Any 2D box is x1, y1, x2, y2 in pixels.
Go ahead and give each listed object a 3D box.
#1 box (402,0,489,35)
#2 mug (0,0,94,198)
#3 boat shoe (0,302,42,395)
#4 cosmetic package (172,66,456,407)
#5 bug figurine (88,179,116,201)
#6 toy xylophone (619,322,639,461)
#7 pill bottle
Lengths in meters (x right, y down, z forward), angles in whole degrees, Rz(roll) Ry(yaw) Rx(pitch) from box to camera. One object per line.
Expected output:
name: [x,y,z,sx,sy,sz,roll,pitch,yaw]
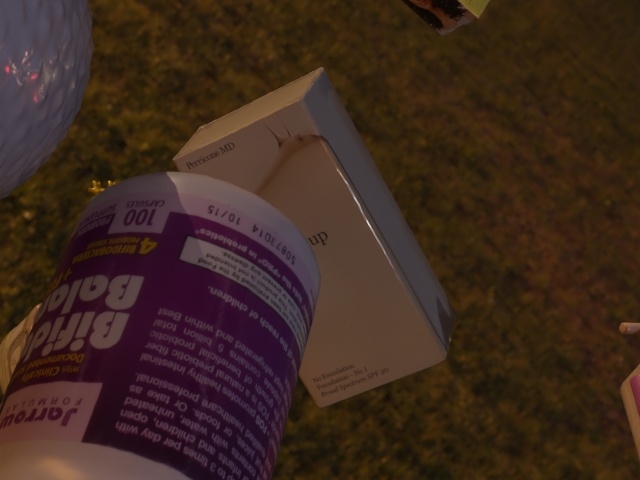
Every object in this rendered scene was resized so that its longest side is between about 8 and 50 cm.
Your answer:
box: [0.095,-0.345,1.599,0.232,0.087,0.058,38,67,-17]
mug: [-0.323,-0.115,0.782,0.328,0.374,0.276,16,53,-75]
boat shoe: [-0.287,0.215,1.504,0.109,0.098,0.302,-1,60,-34]
cosmetic package: [0.000,0.000,1.390,0.309,0.160,0.113,59,22,-16]
bug figurine: [-0.159,0.025,1.542,0.216,0.072,0.279,5,66,-28]
toy xylophone: [0.405,0.165,1.280,0.322,0.081,0.236,-1,60,-31]
pill bottle: [-0.109,0.118,0.803,0.169,0.169,0.302,35,47,-23]
